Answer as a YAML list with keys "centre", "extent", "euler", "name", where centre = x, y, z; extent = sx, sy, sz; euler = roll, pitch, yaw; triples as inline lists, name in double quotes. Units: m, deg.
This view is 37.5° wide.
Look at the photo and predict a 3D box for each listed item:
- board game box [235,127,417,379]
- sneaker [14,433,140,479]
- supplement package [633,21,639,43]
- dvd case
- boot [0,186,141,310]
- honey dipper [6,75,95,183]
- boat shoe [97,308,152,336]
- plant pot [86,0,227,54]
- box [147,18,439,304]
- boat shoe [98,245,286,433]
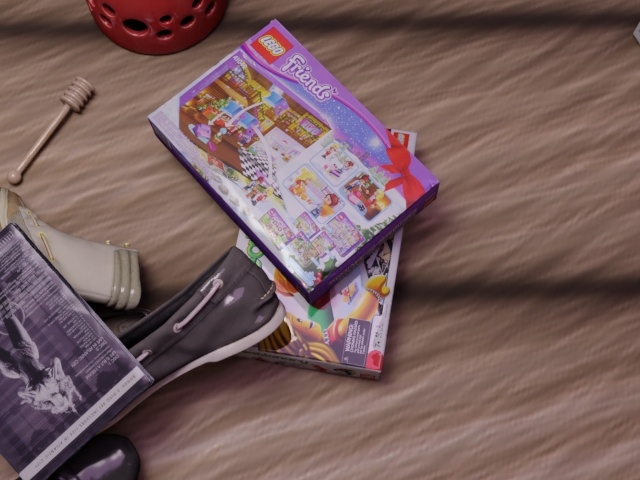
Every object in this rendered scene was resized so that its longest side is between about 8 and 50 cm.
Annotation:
- centre: [0.000, 0.000, 1.132]
  extent: [0.192, 0.053, 0.305]
  euler: [9, 71, 3]
  name: "board game box"
- centre: [-0.316, 0.300, 0.982]
  extent: [0.286, 0.130, 0.109]
  euler: [-35, 74, -13]
  name: "sneaker"
- centre: [0.485, -0.283, 1.171]
  extent: [0.105, 0.179, 0.105]
  euler: [-23, 72, -8]
  name: "supplement package"
- centre: [-0.303, 0.117, 0.964]
  extent: [0.164, 0.018, 0.221]
  euler: [-43, 85, 0]
  name: "dvd case"
- centre: [-0.303, 0.012, 1.104]
  extent: [0.165, 0.077, 0.213]
  euler: [9, 23, -28]
  name: "boot"
- centre: [-0.342, -0.137, 1.190]
  extent: [0.030, 0.030, 0.161]
  euler: [30, 75, 9]
  name: "honey dipper"
- centre: [-0.265, 0.110, 1.091]
  extent: [0.152, 0.049, 0.056]
  euler: [-23, 71, -9]
  name: "boat shoe"
- centre: [-0.219, -0.359, 1.197]
  extent: [0.191, 0.174, 0.191]
  euler: [0, 72, 1]
  name: "plant pot"
- centre: [-0.033, -0.097, 1.108]
  extent: [0.201, 0.057, 0.293]
  euler: [-40, 74, -12]
  name: "box"
- centre: [-0.200, 0.118, 1.023]
  extent: [0.335, 0.112, 0.096]
  euler: [-30, 109, 5]
  name: "boat shoe"
